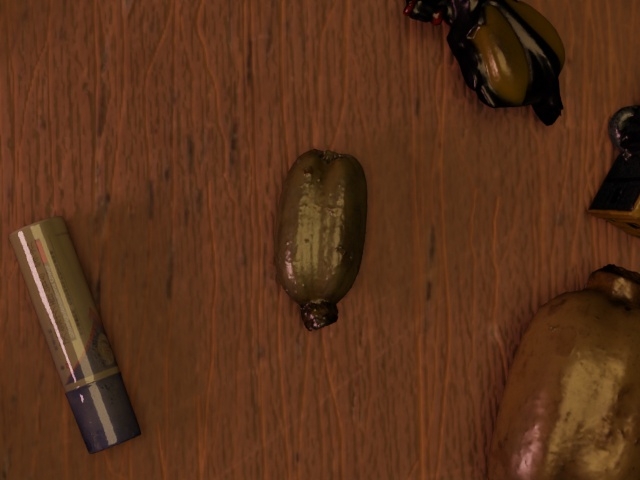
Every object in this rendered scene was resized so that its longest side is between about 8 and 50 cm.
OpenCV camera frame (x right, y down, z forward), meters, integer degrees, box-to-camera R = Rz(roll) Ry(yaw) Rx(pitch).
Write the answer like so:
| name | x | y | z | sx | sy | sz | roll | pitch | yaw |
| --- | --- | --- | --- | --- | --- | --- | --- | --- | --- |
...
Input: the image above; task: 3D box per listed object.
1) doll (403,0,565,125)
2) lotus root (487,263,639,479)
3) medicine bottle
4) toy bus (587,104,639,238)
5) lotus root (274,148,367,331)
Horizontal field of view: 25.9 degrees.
| name | x | y | z | sx | sy | sz | roll | pitch | yaw |
| --- | --- | --- | --- | --- | --- | --- | --- | --- | --- |
| doll | 0.162 | -0.219 | 1.407 | 0.127 | 0.088 | 0.249 | -36 | 86 | -5 |
| lotus root | 0.258 | 0.162 | 1.361 | 0.160 | 0.146 | 0.284 | 20 | 82 | -20 |
| medicine bottle | -0.242 | 0.093 | 1.376 | 0.059 | 0.059 | 0.231 | -21 | 88 | -4 |
| toy bus | 0.396 | -0.155 | 1.402 | 0.123 | 0.121 | 0.336 | 30 | 85 | -10 |
| lotus root | 0.000 | 0.000 | 1.387 | 0.090 | 0.077 | 0.183 | 3 | 83 | 4 |
